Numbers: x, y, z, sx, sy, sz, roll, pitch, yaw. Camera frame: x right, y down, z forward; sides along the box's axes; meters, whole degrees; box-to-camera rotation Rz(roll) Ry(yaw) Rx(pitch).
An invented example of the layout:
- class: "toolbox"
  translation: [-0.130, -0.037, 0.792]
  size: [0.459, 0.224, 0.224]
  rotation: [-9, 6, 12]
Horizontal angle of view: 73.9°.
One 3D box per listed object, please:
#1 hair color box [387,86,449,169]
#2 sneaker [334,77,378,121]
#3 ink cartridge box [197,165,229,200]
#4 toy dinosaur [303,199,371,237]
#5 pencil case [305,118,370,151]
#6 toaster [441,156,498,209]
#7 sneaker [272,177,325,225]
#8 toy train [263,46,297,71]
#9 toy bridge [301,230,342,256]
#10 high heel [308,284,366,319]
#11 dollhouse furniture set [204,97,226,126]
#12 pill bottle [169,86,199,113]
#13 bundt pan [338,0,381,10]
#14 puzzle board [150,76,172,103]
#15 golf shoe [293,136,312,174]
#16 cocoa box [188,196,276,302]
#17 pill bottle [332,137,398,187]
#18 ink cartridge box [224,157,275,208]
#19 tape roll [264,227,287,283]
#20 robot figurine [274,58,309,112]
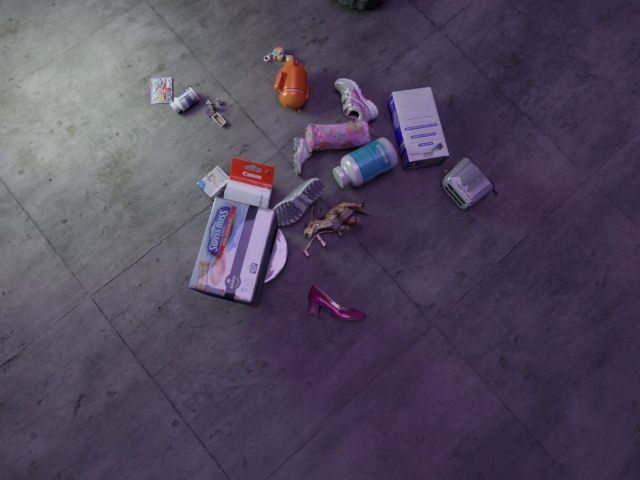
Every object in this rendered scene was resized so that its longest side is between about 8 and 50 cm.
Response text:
- class: "hair color box"
  translation: [0.433, -0.499, 1.899]
  size: [0.185, 0.110, 0.339]
  rotation: [-10, 77, -6]
- class: "sneaker"
  translation: [0.142, -0.621, 1.914]
  size: [0.111, 0.103, 0.252]
  rotation: [-41, 82, -11]
- class: "ink cartridge box"
  translation: [-0.454, -0.248, 1.834]
  size: [0.088, 0.052, 0.122]
  rotation: [44, 79, 7]
- class: "toy dinosaur"
  translation: [0.070, -0.111, 1.801]
  size: [0.296, 0.200, 0.127]
  rotation: [-25, 115, -32]
- class: "pencil case"
  translation: [0.078, -0.457, 1.849]
  size: [0.284, 0.124, 0.124]
  rotation: [-9, 79, -12]
- class: "toaster"
  translation: [0.638, -0.238, 1.844]
  size: [0.146, 0.129, 0.227]
  rotation: [-39, 84, -6]
- class: "sneaker"
  translation: [-0.099, -0.164, 1.817]
  size: [0.281, 0.115, 0.105]
  rotation: [-35, 110, 7]
- class: "toy train"
  translation: [-0.181, -0.827, 1.971]
  size: [0.125, 0.046, 0.166]
  rotation: [-42, 83, -10]
- class: "toy bridge"
  translation: [0.000, 0.000, 1.815]
  size: [0.188, 0.026, 0.063]
  rotation: [-31, 79, -8]
- class: "high heel"
  translation: [0.071, 0.255, 1.738]
  size: [0.244, 0.082, 0.117]
  rotation: [8, 88, 12]
- class: "dollhouse furniture set"
  translation: [-0.455, -0.578, 1.888]
  size: [0.091, 0.081, 0.114]
  rotation: [-41, 83, -10]
- class: "pill bottle"
  translation: [-0.609, -0.622, 1.898]
  size: [0.120, 0.067, 0.067]
  rotation: [-40, 83, -10]
- class: "bundt pan"
  translation: [0.188, -1.248, 2.037]
  size: [0.331, 0.124, 0.331]
  rotation: [0, 78, -2]
- class: "puzzle board"
  translation: [-0.724, -0.684, 1.935]
  size: [0.096, 0.011, 0.128]
  rotation: [-5, 78, -4]
- class: "golf shoe"
  translation: [-0.077, -0.372, 1.872]
  size: [0.086, 0.069, 0.176]
  rotation: [3, 79, -8]
- class: "cocoa box"
  translation: [-0.310, 0.049, 1.584]
  size: [0.228, 0.231, 0.347]
  rotation: [13, 77, 1]
- class: "pill bottle"
  translation: [0.189, -0.326, 1.831]
  size: [0.264, 0.146, 0.146]
  rotation: [-28, 81, -9]
- class: "ink cartridge box"
  translation: [-0.299, -0.207, 1.765]
  size: [0.189, 0.232, 0.066]
  rotation: [13, 33, 1]
- class: "tape roll"
  translation: [-0.276, 0.050, 1.755]
  size: [0.286, 0.100, 0.286]
  rotation: [0, 79, -2]
- class: "robot figurine"
  translation: [-0.125, -0.687, 1.897]
  size: [0.128, 0.158, 0.219]
  rotation: [0, 86, 11]
